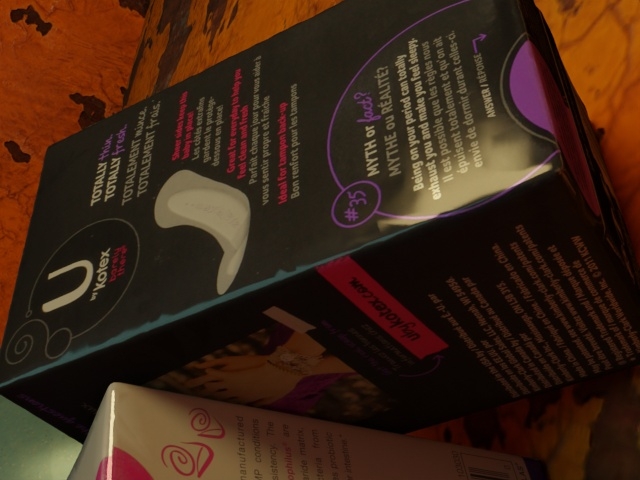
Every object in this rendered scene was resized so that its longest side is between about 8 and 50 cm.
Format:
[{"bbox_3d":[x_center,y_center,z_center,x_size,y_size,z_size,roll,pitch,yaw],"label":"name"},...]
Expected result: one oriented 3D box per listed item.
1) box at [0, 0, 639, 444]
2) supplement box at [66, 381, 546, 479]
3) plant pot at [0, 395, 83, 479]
[{"bbox_3d":[0.000,0.000,0.449,0.271,0.143,0.165,-21,46,22],"label":"box"},{"bbox_3d":[-0.006,0.156,0.411,0.114,0.220,0.111,-58,26,36],"label":"supplement box"},{"bbox_3d":[-0.092,0.196,0.594,0.196,0.290,0.290,-25,41,15],"label":"plant pot"}]
